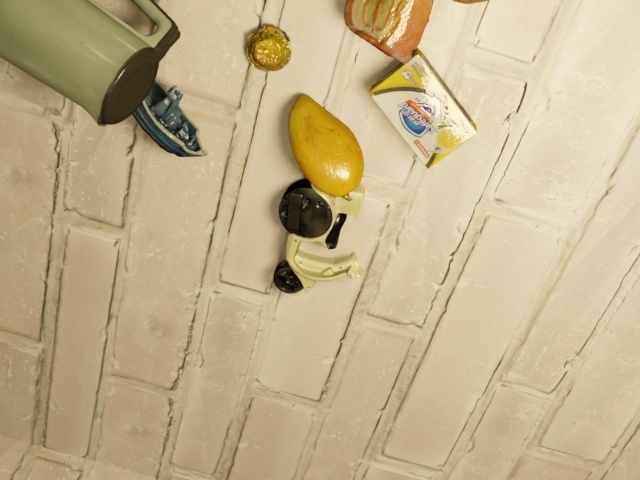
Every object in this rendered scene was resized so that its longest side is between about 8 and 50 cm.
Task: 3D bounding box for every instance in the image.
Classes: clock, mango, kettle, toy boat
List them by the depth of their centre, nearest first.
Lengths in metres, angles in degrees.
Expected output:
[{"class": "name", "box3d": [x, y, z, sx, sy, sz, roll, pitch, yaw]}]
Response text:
[{"class": "kettle", "box3d": [-0.584, -0.522, 1.846, 0.376, 0.250, 0.361, 34, 75, 4]}, {"class": "mango", "box3d": [0.014, -0.251, 1.998, 0.176, 0.119, 0.317, -33, 97, -6]}, {"class": "toy boat", "box3d": [-0.418, -0.349, 2.003, 0.142, 0.129, 0.309, -26, 111, 36]}, {"class": "clock", "box3d": [0.000, 0.000, 2.170, 0.276, 0.120, 0.379, 7, 121, 7]}]

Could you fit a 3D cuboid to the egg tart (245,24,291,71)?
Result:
[{"class": "egg tart", "box3d": [-0.140, -0.501, 1.925, 0.130, 0.052, 0.130, 4, 124, 6]}]

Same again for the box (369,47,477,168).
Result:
[{"class": "box", "box3d": [0.270, -0.342, 1.915, 0.168, 0.097, 0.265, -34, 104, 18]}]

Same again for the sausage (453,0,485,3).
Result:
[{"class": "sausage", "box3d": [0.526, -0.680, 1.695, 0.500, 0.123, 0.136, -21, 87, 18]}]

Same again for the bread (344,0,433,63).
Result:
[{"class": "bread", "box3d": [0.171, -0.579, 1.781, 0.190, 0.123, 0.244, 32, 112, 23]}]
